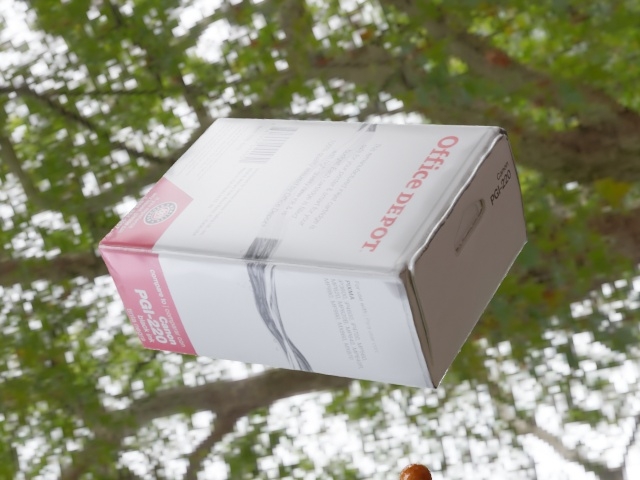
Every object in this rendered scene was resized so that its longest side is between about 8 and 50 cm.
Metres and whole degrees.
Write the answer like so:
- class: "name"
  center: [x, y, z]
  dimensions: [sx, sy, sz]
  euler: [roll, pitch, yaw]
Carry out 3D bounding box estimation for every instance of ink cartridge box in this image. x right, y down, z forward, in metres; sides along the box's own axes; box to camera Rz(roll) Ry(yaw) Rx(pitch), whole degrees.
- class: "ink cartridge box"
  center: [0.000, 0.000, 0.874]
  dimensions: [0.158, 0.218, 0.092]
  euler: [-52, -45, -42]

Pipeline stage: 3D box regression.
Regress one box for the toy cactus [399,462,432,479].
- class: "toy cactus"
  center: [0.021, 0.207, 0.805]
  dimensions: [0.180, 0.219, 0.112]
  euler: [-15, -88, -11]
